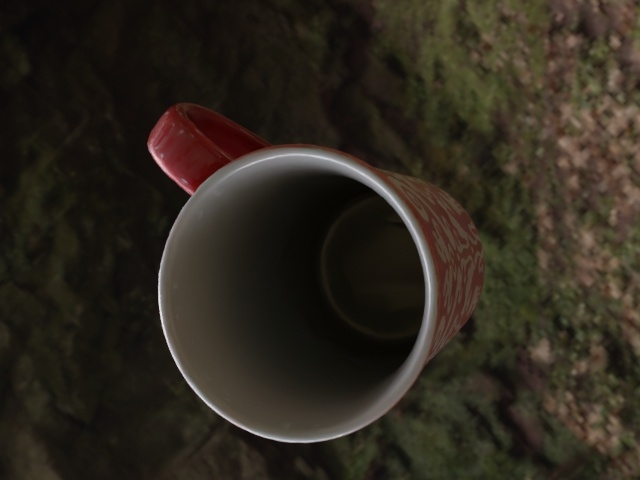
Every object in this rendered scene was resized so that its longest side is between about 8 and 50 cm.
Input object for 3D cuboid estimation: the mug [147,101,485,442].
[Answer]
[{"bbox_3d":[0.009,-0.001,0.553,0.169,0.113,0.150,-8,-100,-72],"label":"mug"}]
